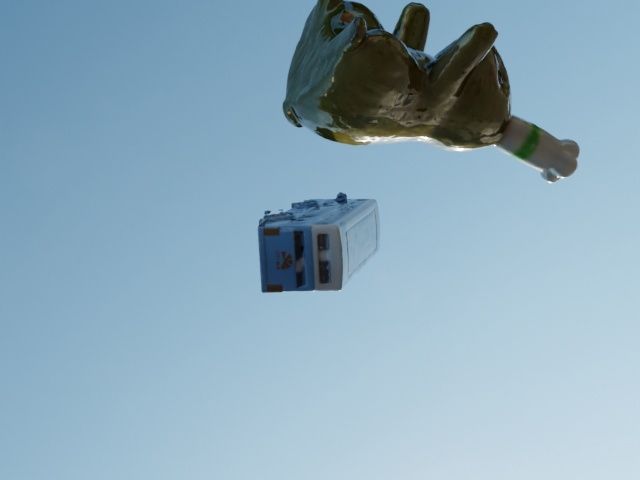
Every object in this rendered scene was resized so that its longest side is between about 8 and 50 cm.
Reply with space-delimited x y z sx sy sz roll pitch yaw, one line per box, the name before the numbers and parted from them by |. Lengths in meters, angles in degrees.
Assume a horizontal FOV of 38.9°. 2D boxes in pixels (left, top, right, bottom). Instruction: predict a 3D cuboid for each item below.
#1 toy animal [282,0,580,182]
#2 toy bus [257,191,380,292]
toy animal | 0.141 -0.186 1.060 0.362 0.181 0.181 5 -64 -22
toy bus | 0.000 0.000 1.305 0.297 0.130 0.106 -34 -58 -72
